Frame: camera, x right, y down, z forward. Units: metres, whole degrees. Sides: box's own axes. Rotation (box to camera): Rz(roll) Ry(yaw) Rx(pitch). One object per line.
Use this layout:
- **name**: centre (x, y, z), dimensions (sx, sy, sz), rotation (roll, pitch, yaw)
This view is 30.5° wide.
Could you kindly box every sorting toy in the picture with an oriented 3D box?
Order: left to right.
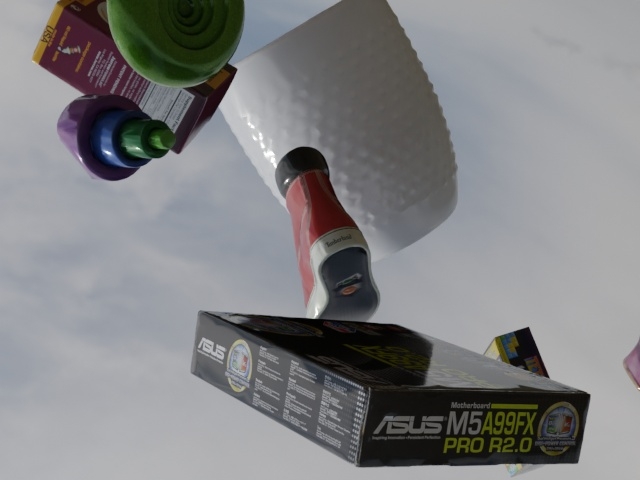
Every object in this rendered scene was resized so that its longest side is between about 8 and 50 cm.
- **sorting toy**: centre (-0.067, -0.201, 0.905), dimensions (0.126, 0.366, 0.127), rotation (8, 153, 47)

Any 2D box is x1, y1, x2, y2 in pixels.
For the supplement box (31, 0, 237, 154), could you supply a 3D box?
- **supplement box**: centre (-0.199, -0.190, 1.268), dimensions (0.188, 0.081, 0.104), rotation (32, -150, -1)

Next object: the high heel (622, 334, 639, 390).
- **high heel**: centre (0.456, 0.191, 1.358), dimensions (0.082, 0.117, 0.244), rotation (-10, -126, -30)

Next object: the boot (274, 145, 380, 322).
- **boot**: centre (0.000, 0.000, 1.397), dimensions (0.088, 0.244, 0.176), rotation (-19, -121, -10)

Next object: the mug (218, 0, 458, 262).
- **mug**: centre (0.051, -0.161, 1.680), dimensions (0.328, 0.276, 0.374), rotation (59, -160, -9)

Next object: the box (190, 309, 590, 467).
- **box**: centre (0.048, 0.117, 0.958), dimensions (0.216, 0.060, 0.270), rotation (7, -175, -32)

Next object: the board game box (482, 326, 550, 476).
- **board game box**: centre (0.235, 0.194, 1.380), dimensions (0.048, 0.170, 0.141), rotation (-16, -108, -8)
